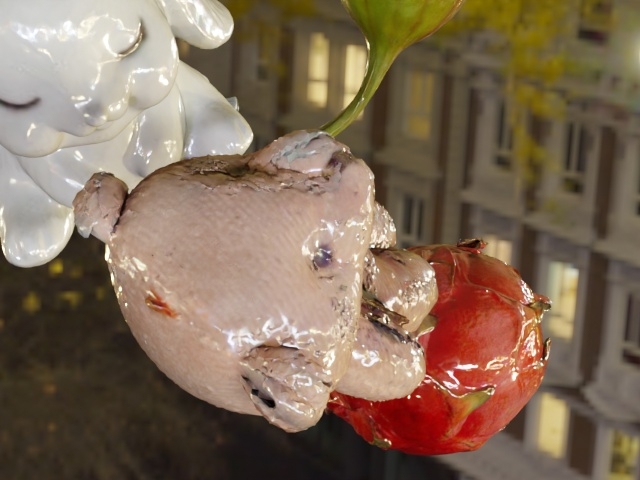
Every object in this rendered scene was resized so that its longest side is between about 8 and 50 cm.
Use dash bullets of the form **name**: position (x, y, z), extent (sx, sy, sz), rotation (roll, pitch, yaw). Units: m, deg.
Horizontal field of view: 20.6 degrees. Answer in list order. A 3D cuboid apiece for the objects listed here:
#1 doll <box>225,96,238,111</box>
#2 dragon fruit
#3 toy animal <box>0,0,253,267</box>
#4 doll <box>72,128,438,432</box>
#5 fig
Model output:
- **doll**: position (-0.123, -0.082, 1.789), extent (0.091, 0.067, 0.219), rotation (4, -133, -11)
- **dragon fruit**: position (0.113, 0.113, 1.836), extent (0.252, 0.241, 0.241), rotation (7, -170, -39)
- **toy animal**: position (-0.195, -0.132, 1.316), extent (0.271, 0.206, 0.265), rotation (-28, 156, -3)
- **doll**: position (0.000, 0.000, 1.077), extent (0.201, 0.156, 0.303), rotation (43, -153, 15)
- **fig**: position (0.041, -0.165, 1.314), extent (0.124, 0.236, 0.124), rotation (19, -170, -4)
